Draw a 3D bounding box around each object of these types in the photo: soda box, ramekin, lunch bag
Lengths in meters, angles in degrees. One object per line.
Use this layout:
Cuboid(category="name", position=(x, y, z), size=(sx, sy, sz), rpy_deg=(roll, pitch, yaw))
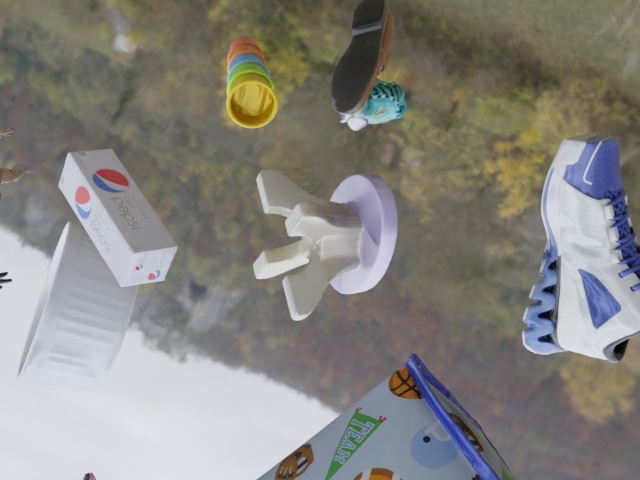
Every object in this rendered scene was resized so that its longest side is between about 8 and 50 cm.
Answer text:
Cuboid(category="soda box", position=(-0.289, -0.036, 1.404), size=(0.074, 0.069, 0.216), rpy_deg=(-9, -131, -40))
Cuboid(category="ramekin", position=(-0.396, 0.117, 1.649), size=(0.135, 0.277, 0.277), rpy_deg=(18, 180, -17))
Cuboid(category="lunch bag", position=(0.084, 0.358, 0.931), size=(0.239, 0.328, 0.385), rpy_deg=(45, -171, -48))

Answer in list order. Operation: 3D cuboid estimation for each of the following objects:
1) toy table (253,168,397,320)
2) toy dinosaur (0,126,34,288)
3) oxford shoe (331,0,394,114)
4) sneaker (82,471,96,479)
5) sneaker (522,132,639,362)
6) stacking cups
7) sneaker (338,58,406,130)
Cuboid(category="toy table", position=(0.000, 0.000, 1.593), size=(0.161, 0.252, 0.274), rpy_deg=(-6, 147, -23))
Cuboid(category="toy dinosaur", position=(-0.433, -0.027, 1.197), size=(0.127, 0.200, 0.295), rpy_deg=(9, 166, -10))
Cuboid(category="oxford shoe", position=(0.077, -0.273, 1.530), size=(0.076, 0.212, 0.076), rpy_deg=(2, 152, 35))
Cuboid(category="sneaker", position=(-0.387, 0.423, 1.587), size=(0.057, 0.119, 0.047), rpy_deg=(-8, 131, 6))
Cuboid(category="sneaker", position=(0.380, 0.024, 1.277), size=(0.182, 0.315, 0.127), rpy_deg=(18, -155, 33))
Cuboid(category="stacking cups", position=(-0.135, -0.319, 1.940), size=(0.096, 0.096, 0.316), rpy_deg=(26, -157, -17))
Cuboid(category="sneaker", position=(0.088, -0.251, 1.698), size=(0.110, 0.107, 0.275), rpy_deg=(-2, -179, 12))
